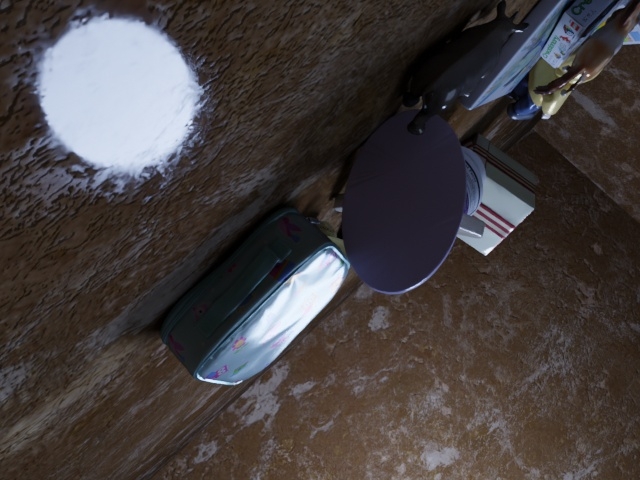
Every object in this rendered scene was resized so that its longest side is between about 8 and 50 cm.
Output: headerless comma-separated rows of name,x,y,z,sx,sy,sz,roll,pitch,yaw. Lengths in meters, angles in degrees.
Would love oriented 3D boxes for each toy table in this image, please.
toy table,0.132,-0.048,0.940,0.274,0.252,0.161,-66,166,-5

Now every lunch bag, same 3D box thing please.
lunch bag,-0.086,0.080,0.874,0.279,0.108,0.224,-46,158,-1

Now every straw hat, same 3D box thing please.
straw hat,0.000,0.000,1.046,0.144,0.145,0.061,118,-21,-59

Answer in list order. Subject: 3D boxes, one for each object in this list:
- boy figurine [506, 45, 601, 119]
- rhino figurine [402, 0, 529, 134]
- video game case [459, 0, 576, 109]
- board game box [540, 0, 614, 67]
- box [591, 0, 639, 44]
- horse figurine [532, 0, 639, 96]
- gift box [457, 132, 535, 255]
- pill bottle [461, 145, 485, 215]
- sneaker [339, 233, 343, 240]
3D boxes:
boy figurine,0.537,-0.382,1.394,0.092,0.177,0.285,-1,170,-16
rhino figurine,0.207,-0.252,0.832,0.243,0.073,0.106,-43,173,-20
video game case,0.442,-0.416,1.208,0.300,0.036,0.329,-31,164,-52
board game box,0.579,-0.497,1.180,0.305,0.053,0.193,-45,171,0
box,0.701,-0.526,1.373,0.103,0.114,0.203,-45,-164,6
horse figurine,0.533,-0.373,1.150,0.263,0.066,0.174,-47,177,1
gift box,0.469,-0.151,1.817,0.255,0.258,0.276,-53,-173,33
pill bottle,0.213,-0.084,1.231,0.323,0.181,0.181,-36,167,-42
sneaker,0.077,0.017,1.385,0.090,0.081,0.232,-52,171,1
